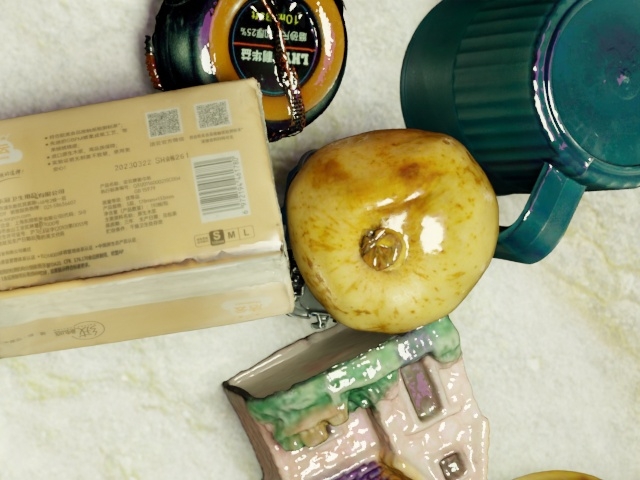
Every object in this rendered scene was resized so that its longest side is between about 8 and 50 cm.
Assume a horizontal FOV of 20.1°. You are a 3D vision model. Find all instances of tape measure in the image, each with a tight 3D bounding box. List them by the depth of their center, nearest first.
[{"bbox_3d":[-0.074,-0.212,1.884,0.202,0.135,0.223,-1,95,-32],"label":"tape measure"}]

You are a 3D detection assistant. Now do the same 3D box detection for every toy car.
[{"bbox_3d":[0.000,0.000,1.936,0.097,0.100,0.191,8,88,-23],"label":"toy car"}]

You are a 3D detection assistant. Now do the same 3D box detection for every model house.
[{"bbox_3d":[0.056,0.213,1.912,0.237,0.202,0.237,-26,101,-19],"label":"model house"}]

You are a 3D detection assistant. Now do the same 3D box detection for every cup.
[{"bbox_3d":[0.231,-0.150,1.923,0.308,0.292,0.242,-35,105,-19],"label":"cup"}]

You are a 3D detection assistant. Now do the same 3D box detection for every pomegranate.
[{"bbox_3d":[0.067,-0.014,1.787,0.215,0.215,0.215,-1,92,-22],"label":"pomegranate"}]

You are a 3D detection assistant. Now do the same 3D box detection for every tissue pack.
[{"bbox_3d":[-0.188,-0.001,1.787,0.305,0.238,0.239,-9,96,-3],"label":"tissue pack"}]

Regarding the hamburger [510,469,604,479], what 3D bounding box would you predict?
[{"bbox_3d":[0.278,0.433,1.967,0.395,0.277,0.396,-3,97,-28],"label":"hamburger"}]
